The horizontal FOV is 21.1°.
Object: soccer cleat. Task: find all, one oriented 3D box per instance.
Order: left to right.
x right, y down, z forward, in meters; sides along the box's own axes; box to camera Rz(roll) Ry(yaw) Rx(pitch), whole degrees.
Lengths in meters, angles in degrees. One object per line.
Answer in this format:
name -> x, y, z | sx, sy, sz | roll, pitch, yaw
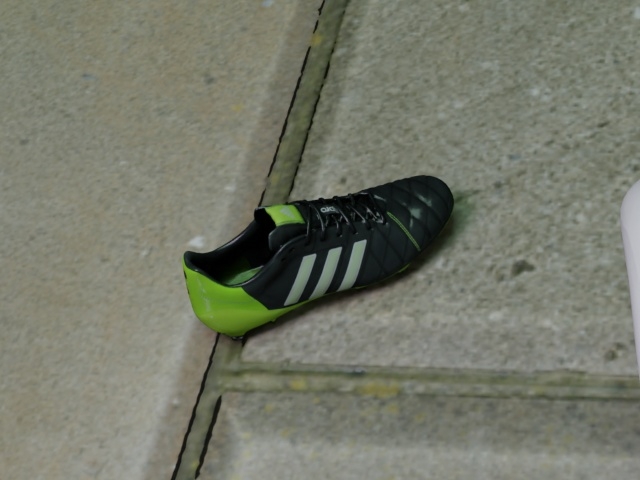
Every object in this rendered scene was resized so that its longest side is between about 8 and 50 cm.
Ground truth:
soccer cleat -> 0.000, 0.000, 1.064 | 0.179, 0.072, 0.060 | -26, 46, -6

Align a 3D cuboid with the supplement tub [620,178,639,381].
supplement tub -> 0.311, 0.056, 0.801 | 0.316, 0.228, 0.228 | -9, 47, 11
